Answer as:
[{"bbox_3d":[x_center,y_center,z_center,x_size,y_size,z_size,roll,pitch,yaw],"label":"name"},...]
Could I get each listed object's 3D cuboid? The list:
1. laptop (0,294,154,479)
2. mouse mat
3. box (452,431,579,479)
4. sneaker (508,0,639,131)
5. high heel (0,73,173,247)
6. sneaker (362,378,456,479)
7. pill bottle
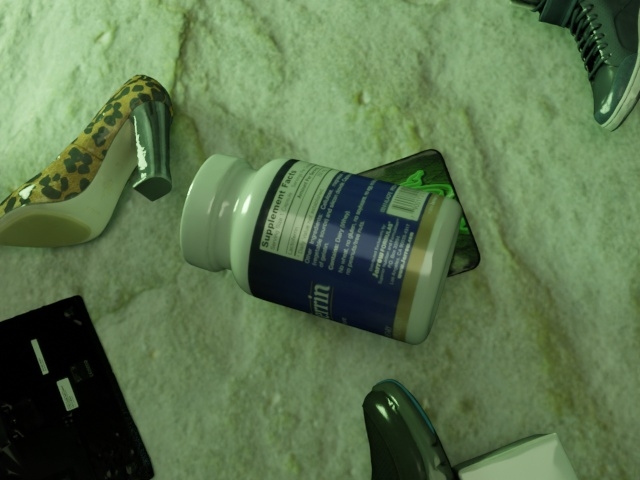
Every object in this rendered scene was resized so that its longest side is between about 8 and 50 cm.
[{"bbox_3d":[-0.359,0.229,0.799,0.264,0.136,0.234,-21,72,-24],"label":"laptop"},{"bbox_3d":[0.070,-0.012,0.804,0.189,0.007,0.152,-18,73,2],"label":"mouse mat"},{"bbox_3d":[0.188,0.240,0.668,0.102,0.101,0.087,-23,73,0],"label":"box"},{"bbox_3d":[0.282,-0.235,0.783,0.163,0.086,0.226,17,68,1],"label":"sneaker"},{"bbox_3d":[-0.294,-0.096,0.856,0.261,0.093,0.186,-19,55,12],"label":"high heel"},{"bbox_3d":[0.075,0.303,0.654,0.139,0.125,0.341,-13,73,4],"label":"sneaker"},{"bbox_3d":[0.000,0.000,0.728,0.264,0.153,0.153,16,78,13],"label":"pill bottle"}]
